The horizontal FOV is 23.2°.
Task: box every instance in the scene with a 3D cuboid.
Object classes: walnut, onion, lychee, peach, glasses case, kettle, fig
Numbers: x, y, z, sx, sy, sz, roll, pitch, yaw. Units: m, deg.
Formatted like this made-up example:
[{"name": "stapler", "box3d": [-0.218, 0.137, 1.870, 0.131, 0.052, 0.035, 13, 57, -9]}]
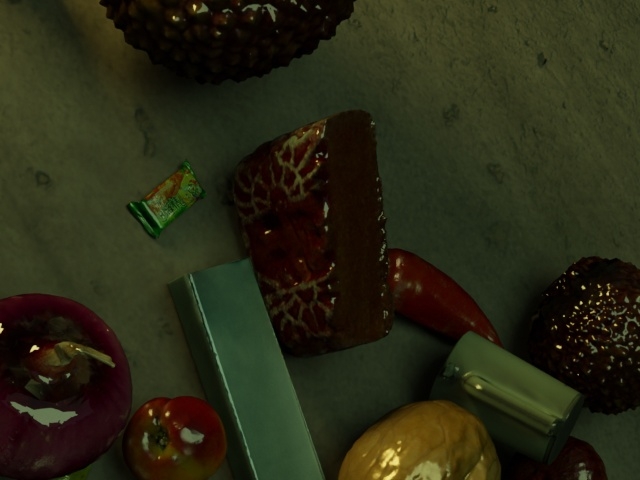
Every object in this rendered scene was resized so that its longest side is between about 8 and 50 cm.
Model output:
[{"name": "walnut", "box3d": [0.098, 0.254, 1.616, 0.206, 0.159, 0.159, -40, 100, -36]}, {"name": "onion", "box3d": [-0.258, 0.130, 1.408, 0.177, 0.153, 0.177, -2, 56, 3]}, {"name": "lychee", "box3d": [0.332, 0.115, 1.806, 0.188, 0.188, 0.188, 10, 71, -32]}, {"name": "peach", "box3d": [-0.140, 0.198, 1.507, 0.100, 0.100, 0.101, 10, 71, -32]}, {"name": "glasses case", "box3d": [-0.077, 0.156, 1.588, 0.105, 0.056, 0.266, -15, 86, -52]}, {"name": "kettle", "box3d": [0.203, 0.167, 1.690, 0.148, 0.127, 0.098, 28, 60, 20]}, {"name": "lychee", "box3d": [-0.092, -0.274, 1.572, 0.267, 0.267, 0.268, 10, 71, -32]}, {"name": "fig", "box3d": [0.272, 0.295, 1.760, 0.119, 0.119, 0.153, -49, 130, -34]}]

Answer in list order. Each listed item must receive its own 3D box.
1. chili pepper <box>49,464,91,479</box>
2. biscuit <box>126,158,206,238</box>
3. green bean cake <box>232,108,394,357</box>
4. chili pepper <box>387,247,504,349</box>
[{"name": "chili pepper", "box3d": [-0.278, 0.255, 1.424, 0.208, 0.043, 0.049, -40, 116, -35]}, {"name": "biscuit", "box3d": [-0.155, -0.043, 1.610, 0.089, 0.016, 0.046, -42, 101, -35]}, {"name": "green bean cake", "box3d": [0.000, 0.000, 1.596, 0.097, 0.198, 0.233, -14, 89, -35]}, {"name": "chili pepper", "box3d": [0.113, 0.061, 1.735, 0.272, 0.063, 0.071, 31, 71, -36]}]
